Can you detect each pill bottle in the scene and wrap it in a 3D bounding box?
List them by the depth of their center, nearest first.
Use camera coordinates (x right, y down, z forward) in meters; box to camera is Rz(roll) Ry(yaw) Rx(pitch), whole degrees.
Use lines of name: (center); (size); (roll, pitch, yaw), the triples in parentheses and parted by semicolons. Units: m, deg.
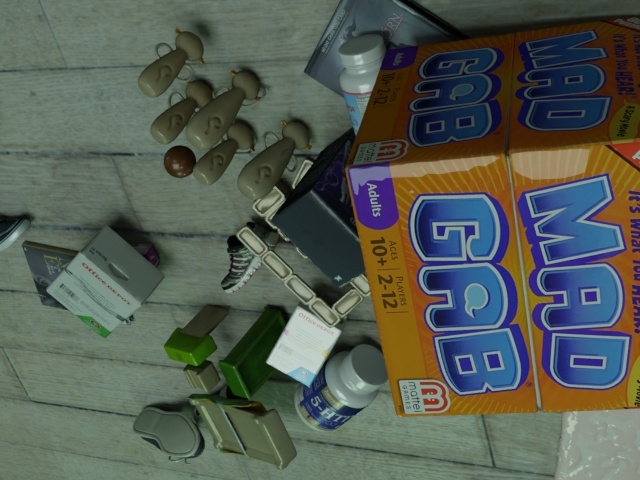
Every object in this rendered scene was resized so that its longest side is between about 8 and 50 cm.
pill bottle: (0.077, -0.207, 1.513); (0.087, 0.087, 0.160); (0, 126, 28)
pill bottle: (0.042, 0.268, 1.953); (0.112, 0.112, 0.187); (38, 135, -6)

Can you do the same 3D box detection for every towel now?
towel: (0.563, 0.378, 1.807); (0.316, 0.053, 0.332); (11, 132, 19)

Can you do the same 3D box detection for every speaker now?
speaker: (-0.205, 0.340, 2.186); (0.055, 0.055, 0.136); (43, 135, -10)

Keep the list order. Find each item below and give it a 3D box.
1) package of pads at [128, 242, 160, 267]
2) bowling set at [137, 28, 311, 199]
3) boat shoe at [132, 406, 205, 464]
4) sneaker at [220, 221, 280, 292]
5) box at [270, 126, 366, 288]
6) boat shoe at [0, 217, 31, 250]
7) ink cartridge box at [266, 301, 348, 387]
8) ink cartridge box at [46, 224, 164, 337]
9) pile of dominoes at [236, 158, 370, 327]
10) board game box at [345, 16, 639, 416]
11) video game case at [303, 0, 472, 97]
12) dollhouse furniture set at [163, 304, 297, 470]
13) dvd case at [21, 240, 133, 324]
package of pads: (-0.351, 0.032, 2.021); (0.083, 0.032, 0.050); (-1, 130, 30)
bowling set: (-0.180, -0.190, 1.688); (0.287, 0.154, 0.200); (48, 152, -16)
boat shoe: (-0.310, 0.419, 2.255); (0.079, 0.095, 0.254); (40, 156, -32)
sneaker: (-0.140, 0.026, 1.882); (0.074, 0.063, 0.170); (37, 130, -5)
box: (0.047, -0.057, 1.606); (0.153, 0.207, 0.108); (44, 134, -12)
boat shoe: (-0.656, -0.022, 2.116); (0.183, 0.065, 0.083); (-23, 115, 41)
ink cartridge box: (-0.018, 0.168, 1.889); (0.092, 0.090, 0.143); (30, 106, 1)
ink cartridge box: (-0.408, 0.081, 2.010); (0.153, 0.087, 0.208); (43, 143, -10)
pile of dominoes: (0.000, 0.000, 1.785); (0.196, 0.040, 0.251); (-41, 100, 22)
board game box: (0.260, -0.034, 1.336); (0.356, 0.356, 0.356); (-5, 120, 15)
video game case: (0.129, -0.243, 1.535); (0.274, 0.026, 0.196); (32, 135, -1)
dollhouse furniture set: (-0.143, 0.278, 2.054); (0.197, 0.151, 0.302); (9, 134, 38)
dvd case: (-0.493, 0.087, 2.154); (0.221, 0.018, 0.165); (10, 131, 21)
